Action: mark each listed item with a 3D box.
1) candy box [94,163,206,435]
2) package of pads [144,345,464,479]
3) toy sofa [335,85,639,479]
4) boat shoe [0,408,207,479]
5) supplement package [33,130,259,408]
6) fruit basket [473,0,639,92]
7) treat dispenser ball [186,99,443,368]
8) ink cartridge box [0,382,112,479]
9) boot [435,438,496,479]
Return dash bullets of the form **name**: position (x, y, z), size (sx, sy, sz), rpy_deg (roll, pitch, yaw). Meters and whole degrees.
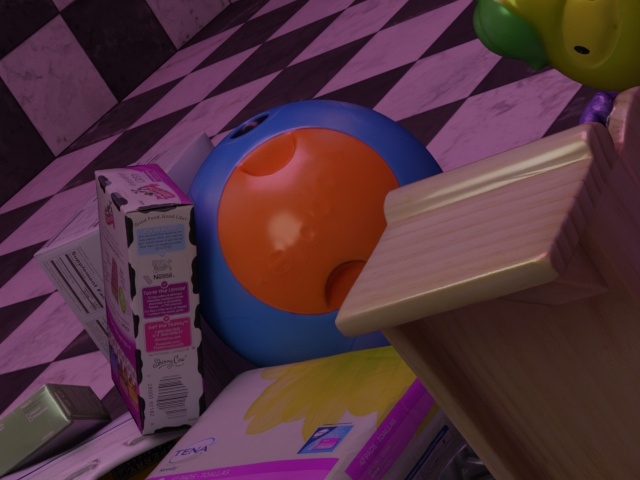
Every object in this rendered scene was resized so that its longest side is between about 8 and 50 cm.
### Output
- **candy box**: position (-0.169, 0.055, 1.655), size (0.071, 0.233, 0.159), rpy_deg (-8, 20, -17)
- **package of pads**: position (-0.023, 0.201, 1.502), size (0.296, 0.101, 0.229), rpy_deg (-14, 25, 45)
- **toy sofa**: position (0.185, 0.100, 0.975), size (0.150, 0.362, 0.177), rpy_deg (-19, 28, 39)
- **boat shoe**: position (-0.227, 0.283, 1.618), size (0.367, 0.136, 0.156), rpy_deg (-30, 17, -26)
- **supplement package**: position (-0.153, 0.050, 1.869), size (0.145, 0.262, 0.204), rpy_deg (-21, 21, 34)
- **fruit basket**: position (0.338, -0.222, 1.474), size (0.392, 0.392, 0.283), rpy_deg (-37, 45, -15)
- **treat dispenser ball**: position (0.000, 0.000, 1.699), size (0.288, 0.288, 0.288), rpy_deg (-29, 17, 10)
- **ink cartridge box**: position (-0.294, 0.225, 1.763), size (0.171, 0.056, 0.235), rpy_deg (-38, -14, 8)
- **boot**: position (0.294, 0.046, 1.284), size (0.367, 0.146, 0.445), rpy_deg (-36, 9, 34)
